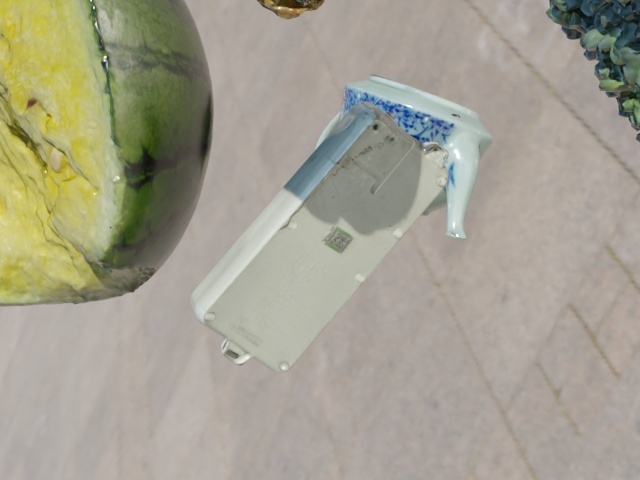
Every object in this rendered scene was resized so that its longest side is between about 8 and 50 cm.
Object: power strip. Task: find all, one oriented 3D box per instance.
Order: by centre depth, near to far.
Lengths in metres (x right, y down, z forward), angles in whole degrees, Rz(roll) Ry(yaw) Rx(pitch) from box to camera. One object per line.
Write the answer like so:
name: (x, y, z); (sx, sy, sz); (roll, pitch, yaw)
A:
power strip: (0.000, 0.000, 0.832); (0.192, 0.081, 0.035); (-50, 28, 7)

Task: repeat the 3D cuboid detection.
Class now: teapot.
teapot: (0.077, -0.080, 1.301); (0.232, 0.159, 0.159); (26, 93, 47)

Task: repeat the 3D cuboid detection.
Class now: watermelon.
watermelon: (-0.191, -0.105, 0.937); (0.331, 0.189, 0.331); (7, 101, 39)

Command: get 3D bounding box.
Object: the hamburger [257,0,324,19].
hamburger: (-0.028, -0.186, 0.589); (0.083, 0.147, 0.138); (-10, 52, 26)

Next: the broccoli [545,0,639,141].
broccoli: (0.150, -0.129, 0.372); (0.176, 0.226, 0.198); (-27, 23, -9)
